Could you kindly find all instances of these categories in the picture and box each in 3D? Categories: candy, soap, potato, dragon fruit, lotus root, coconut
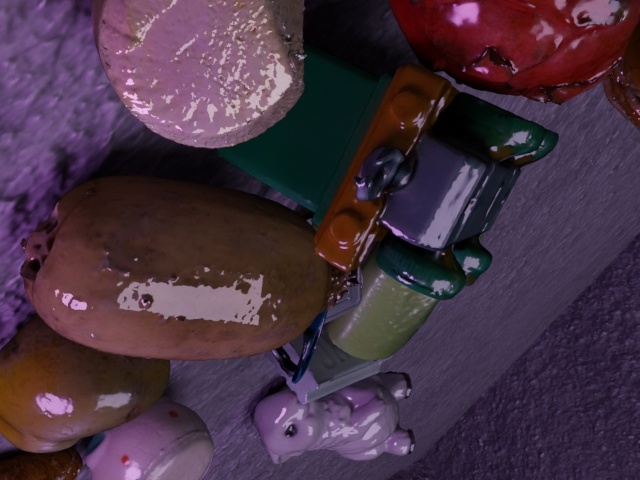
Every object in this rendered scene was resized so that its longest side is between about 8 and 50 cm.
[{"bbox_3d":[0.131,0.047,1.231,0.142,0.132,0.343,22,124,-15],"label":"candy"},{"bbox_3d":[0.019,0.192,1.327,0.198,0.114,0.063,-13,146,-47],"label":"soap"},{"bbox_3d":[-0.253,0.142,0.795,0.194,0.157,0.157,-40,158,23],"label":"potato"},{"bbox_3d":[0.160,-0.233,0.619,0.241,0.241,0.252,-47,158,18],"label":"dragon fruit"},{"bbox_3d":[-0.100,0.034,0.736,0.343,0.151,0.169,10,120,-32],"label":"lotus root"},{"bbox_3d":[-0.082,-0.144,0.536,0.147,0.152,0.147,-5,113,-13],"label":"coconut"}]

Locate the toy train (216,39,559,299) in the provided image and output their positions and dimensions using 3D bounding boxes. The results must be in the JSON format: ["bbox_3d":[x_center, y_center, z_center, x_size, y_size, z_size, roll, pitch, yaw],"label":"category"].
[{"bbox_3d":[0.070,-0.080,0.756,0.178,0.249,0.429,-64,164,13],"label":"toy train"}]

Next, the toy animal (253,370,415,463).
[{"bbox_3d":[0.011,0.349,1.558,0.357,0.194,0.258,4,158,-37],"label":"toy animal"}]

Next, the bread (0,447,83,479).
[{"bbox_3d":[-0.395,0.325,1.009,0.105,0.076,0.233,-49,154,18],"label":"bread"}]

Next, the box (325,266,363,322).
[{"bbox_3d":[-0.007,0.064,1.083,0.122,0.069,0.084,-21,118,-35],"label":"box"}]

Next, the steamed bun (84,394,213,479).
[{"bbox_3d":[-0.248,0.308,1.120,0.177,0.131,0.228,-39,158,-27],"label":"steamed bun"}]

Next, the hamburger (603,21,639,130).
[{"bbox_3d":[0.535,-0.272,1.126,0.211,0.245,0.260,7,90,-78],"label":"hamburger"}]

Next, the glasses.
[{"bbox_3d":[-0.064,0.061,0.902,0.207,0.102,0.239,-2,119,-20],"label":"glasses"}]

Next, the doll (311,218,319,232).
[{"bbox_3d":[0.000,0.000,0.985,0.115,0.050,0.190,19,104,-40],"label":"doll"}]
